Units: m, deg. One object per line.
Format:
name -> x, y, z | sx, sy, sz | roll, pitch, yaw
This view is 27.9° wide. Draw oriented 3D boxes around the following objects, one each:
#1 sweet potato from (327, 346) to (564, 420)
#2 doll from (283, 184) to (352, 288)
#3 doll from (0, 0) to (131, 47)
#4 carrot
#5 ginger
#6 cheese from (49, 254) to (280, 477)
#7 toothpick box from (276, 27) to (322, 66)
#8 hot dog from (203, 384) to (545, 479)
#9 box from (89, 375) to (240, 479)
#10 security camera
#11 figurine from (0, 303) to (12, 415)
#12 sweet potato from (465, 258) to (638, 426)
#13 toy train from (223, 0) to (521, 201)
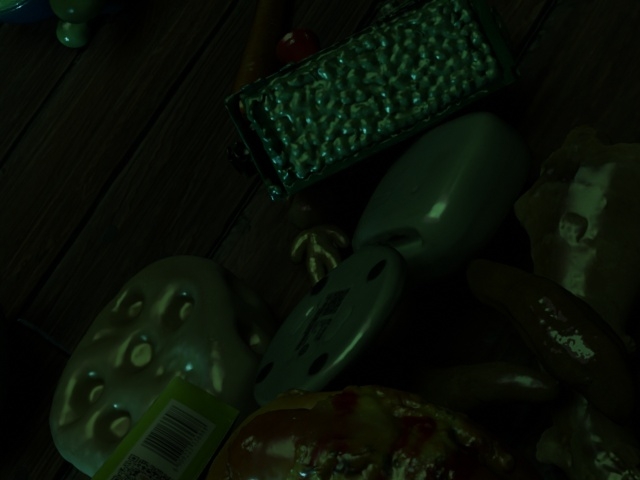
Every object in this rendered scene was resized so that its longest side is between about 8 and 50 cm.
sweet potato -> 0.088, 0.114, 0.979 | 0.250, 0.069, 0.059 | 0, 48, 45
doll -> -0.004, -0.003, 1.147 | 0.062, 0.051, 0.093 | -18, 52, 19
doll -> -0.340, -0.351, 1.558 | 0.322, 0.186, 0.198 | 25, 108, 27
carrot -> -0.057, -0.218, 1.347 | 0.043, 0.043, 0.247 | -11, 53, 31
ginger -> 0.209, 0.052, 0.935 | 0.131, 0.086, 0.294 | -10, 63, 21
cheese -> -0.125, 0.131, 1.099 | 0.218, 0.117, 0.235 | -17, 53, 29
toothpick box -> -0.010, -0.168, 1.271 | 0.047, 0.047, 0.083 | -37, 45, 10
hot dog -> 0.042, 0.183, 0.845 | 0.257, 0.153, 0.150 | 18, 64, 8
box -> -0.156, 0.246, 0.935 | 0.260, 0.062, 0.175 | -63, -5, 28
security camera -> 0.058, 0.027, 1.009 | 0.301, 0.080, 0.157 | -54, 18, -26
figurine -> -0.447, 0.158, 1.301 | 0.382, 0.205, 0.224 | -43, 44, 33
sweet potato -> 0.156, 0.054, 0.893 | 0.182, 0.054, 0.053 | 47, 116, 46
toy train -> 0.035, -0.134, 1.123 | 0.269, 0.115, 0.154 | -26, 4, 2
